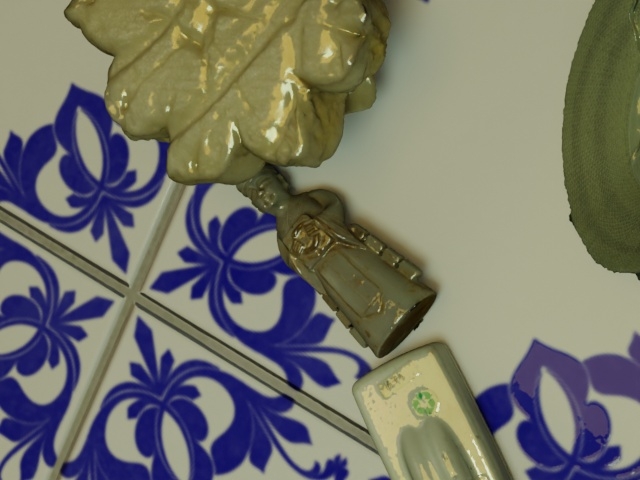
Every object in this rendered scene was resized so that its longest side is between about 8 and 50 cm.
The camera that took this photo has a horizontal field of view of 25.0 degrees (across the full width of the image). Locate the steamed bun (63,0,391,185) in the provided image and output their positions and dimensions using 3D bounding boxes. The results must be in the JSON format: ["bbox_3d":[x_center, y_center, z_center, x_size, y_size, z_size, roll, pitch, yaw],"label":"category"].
[{"bbox_3d":[-0.064,-0.192,1.201,0.295,0.137,0.292,-3,90,31],"label":"steamed bun"}]

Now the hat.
[{"bbox_3d":[0.276,-0.089,1.046,0.110,0.252,0.252,6,94,-16],"label":"hat"}]

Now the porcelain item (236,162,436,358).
[{"bbox_3d":[0.000,0.000,1.216,0.213,0.054,0.084,45,106,19],"label":"porcelain item"}]

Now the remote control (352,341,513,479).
[{"bbox_3d":[0.107,0.200,1.171,0.090,0.049,0.230,-30,77,20],"label":"remote control"}]
